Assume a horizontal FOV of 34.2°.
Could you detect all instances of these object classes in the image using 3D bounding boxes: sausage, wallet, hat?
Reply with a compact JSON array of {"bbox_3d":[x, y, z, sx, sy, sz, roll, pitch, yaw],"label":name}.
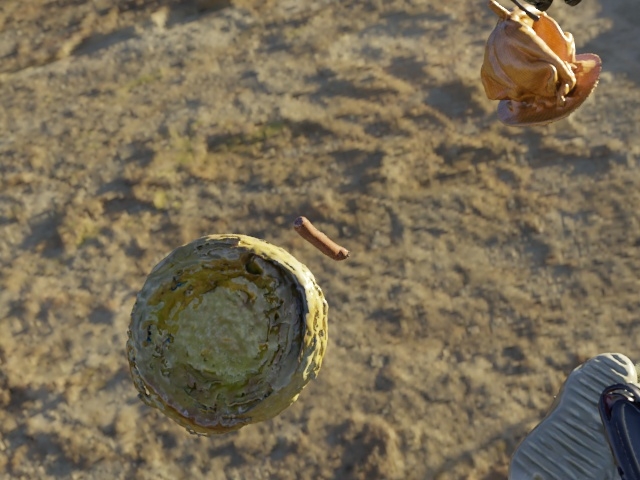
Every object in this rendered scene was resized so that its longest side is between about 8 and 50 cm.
[{"bbox_3d":[0.000,0.000,2.230,0.042,0.158,0.036,-2,58,52],"label":"sausage"},{"bbox_3d":[0.396,0.289,1.139,0.071,0.221,0.262,-22,68,23],"label":"wallet"},{"bbox_3d":[0.390,-0.372,2.026,0.233,0.233,0.244,-29,28,24],"label":"hat"}]

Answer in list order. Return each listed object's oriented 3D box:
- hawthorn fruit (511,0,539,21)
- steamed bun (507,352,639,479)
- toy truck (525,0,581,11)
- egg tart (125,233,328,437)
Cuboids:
[{"bbox_3d":[0.187,-0.474,1.444,0.235,0.231,0.263,-4,52,-13],"label":"hawthorn fruit"},{"bbox_3d":[0.523,0.364,1.669,0.342,0.255,0.367,26,74,41],"label":"steamed bun"},{"bbox_3d":[0.188,-0.222,0.845,0.049,0.054,0.083,23,1,-17],"label":"toy truck"},{"bbox_3d":[-0.125,0.130,1.417,0.291,0.290,0.107,-12,-4,10],"label":"egg tart"}]
